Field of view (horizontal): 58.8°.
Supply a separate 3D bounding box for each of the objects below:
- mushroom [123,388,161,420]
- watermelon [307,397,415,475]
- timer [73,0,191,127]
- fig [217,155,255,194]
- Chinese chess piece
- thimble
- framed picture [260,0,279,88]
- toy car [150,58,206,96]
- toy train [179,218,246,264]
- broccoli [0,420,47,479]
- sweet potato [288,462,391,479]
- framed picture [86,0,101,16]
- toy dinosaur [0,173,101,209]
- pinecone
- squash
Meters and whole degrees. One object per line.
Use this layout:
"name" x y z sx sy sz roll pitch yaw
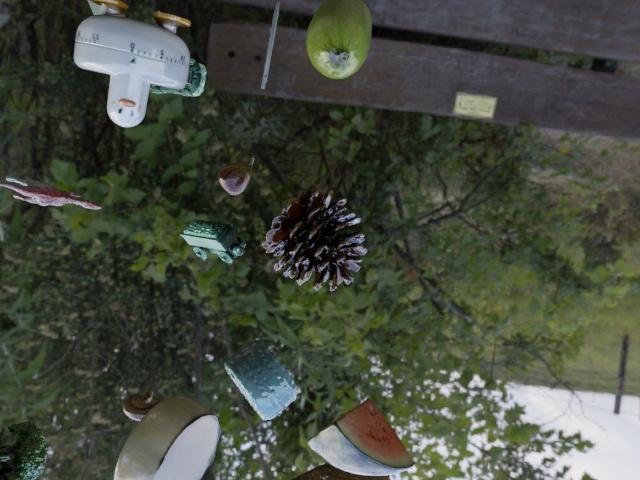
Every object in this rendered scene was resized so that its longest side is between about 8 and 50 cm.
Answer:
"mushroom" -0.613 0.574 1.957 0.126 0.109 0.085 14 138 -8
"watermelon" 0.057 0.247 0.713 0.135 0.094 0.125 21 145 -2
"timer" -0.392 -0.362 1.185 0.233 0.240 0.233 12 -169 -2
"fig" -0.218 -0.184 1.556 0.125 0.089 0.089 -34 173 10
"Chinese chess piece" -0.330 0.473 1.245 0.104 0.257 0.257 19 -175 20
"thimble" -0.177 0.424 1.725 0.235 0.143 0.198 49 163 23
"framed picture" -0.153 -0.588 1.721 0.016 0.250 0.184 10 -165 -7
"toy car" -0.350 -0.399 1.386 0.186 0.094 0.058 13 -173 32
"toy train" -0.245 -0.002 1.298 0.172 0.070 0.099 7 141 42
"broccoli" -0.751 0.491 1.115 0.321 0.310 0.413 -39 169 35
"sweet potato" -0.034 0.498 1.065 0.114 0.341 0.092 50 -168 -19
"framed picture" -0.574 -0.650 1.406 0.016 0.347 0.265 -23 178 -23
"toy dinosaur" -0.625 -0.105 1.273 0.167 0.053 0.242 13 177 8
"pinecone" -0.001 0.008 1.429 0.264 0.264 0.264 6 -179 0
"squash" 0.034 -0.399 1.129 0.132 0.133 0.247 6 -145 5
